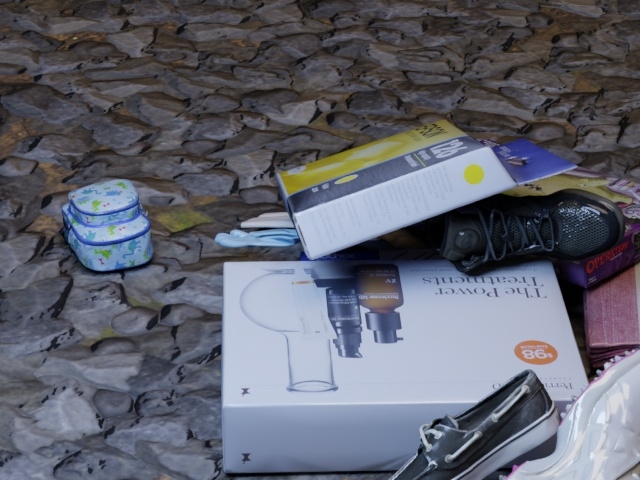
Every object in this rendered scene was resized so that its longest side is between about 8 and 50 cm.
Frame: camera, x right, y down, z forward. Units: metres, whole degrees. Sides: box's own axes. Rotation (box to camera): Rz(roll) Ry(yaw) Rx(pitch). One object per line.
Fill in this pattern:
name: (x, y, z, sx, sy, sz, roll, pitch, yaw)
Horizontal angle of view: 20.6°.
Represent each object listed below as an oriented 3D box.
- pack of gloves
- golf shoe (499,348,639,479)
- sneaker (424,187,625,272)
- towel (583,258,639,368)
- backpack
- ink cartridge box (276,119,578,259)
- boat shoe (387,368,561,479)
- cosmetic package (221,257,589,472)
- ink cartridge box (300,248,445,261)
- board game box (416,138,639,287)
pack of gloves: (0.000, 0.000, 2.119, 0.232, 0.046, 0.195, -2, 11, 25)
golf shoe: (0.267, 0.230, 1.669, 0.140, 0.115, 0.306, 32, 65, 28)
sneaker: (0.216, -0.007, 1.948, 0.228, 0.087, 0.130, 7, 23, 27)
towel: (0.468, 0.067, 2.019, 0.329, 0.037, 0.237, -2, 30, 9)
backpack: (-0.259, -0.018, 2.150, 0.105, 0.084, 0.114, -13, 35, -18)
ink cartridge box: (0.109, -0.078, 2.008, 0.307, 0.072, 0.303, -21, 10, -1)
boat shoe: (0.128, 0.203, 1.721, 0.219, 0.070, 0.078, -32, 16, -8)
cosmetic package: (0.082, 0.128, 1.891, 0.377, 0.097, 0.284, -1, 32, -3)
ink cartridge box: (0.081, 0.052, 2.068, 0.207, 0.046, 0.097, -2, 29, -3)
board game box: (0.261, -0.040, 2.186, 0.208, 0.056, 0.347, -29, 34, -34)
